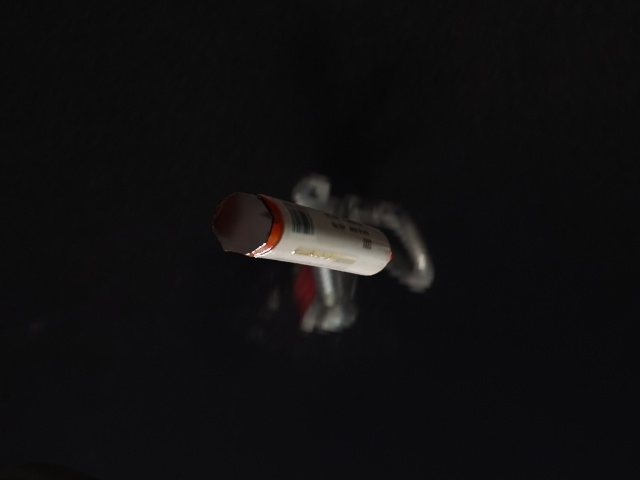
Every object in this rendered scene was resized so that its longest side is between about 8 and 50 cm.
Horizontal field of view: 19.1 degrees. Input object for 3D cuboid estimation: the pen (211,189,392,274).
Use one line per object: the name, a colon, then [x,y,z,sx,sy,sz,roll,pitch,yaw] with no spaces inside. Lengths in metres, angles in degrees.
pen: [0.000,0.000,0.821,0.026,0.218,0.026,-1,-94,16]

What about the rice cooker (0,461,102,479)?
rice cooker: [-0.111,0.227,0.624,0.317,0.264,0.316,-8,-43,-8]
